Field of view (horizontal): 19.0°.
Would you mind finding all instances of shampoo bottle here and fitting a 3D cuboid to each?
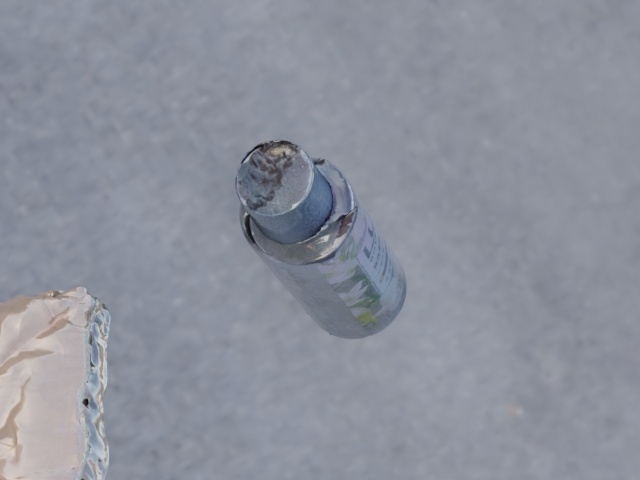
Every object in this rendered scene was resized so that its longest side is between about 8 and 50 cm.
[{"bbox_3d":[0.000,0.000,1.097,0.214,0.072,0.072,54,20,-68],"label":"shampoo bottle"}]

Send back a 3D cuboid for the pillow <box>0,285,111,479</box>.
[{"bbox_3d":[-0.172,0.079,0.580,0.043,0.232,0.126,63,23,-53],"label":"pillow"}]
